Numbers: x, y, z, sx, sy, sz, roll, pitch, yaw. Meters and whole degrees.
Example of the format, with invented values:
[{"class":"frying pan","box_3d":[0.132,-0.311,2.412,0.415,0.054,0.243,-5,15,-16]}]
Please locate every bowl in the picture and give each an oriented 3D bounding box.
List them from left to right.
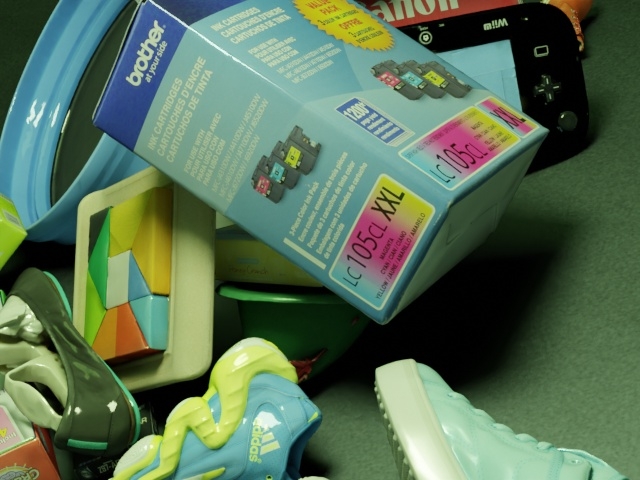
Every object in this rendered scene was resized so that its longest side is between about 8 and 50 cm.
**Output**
[{"class":"bowl","box_3d":[-0.263,-0.175,2.066,0.391,0.077,0.391,-41,37,40]}]

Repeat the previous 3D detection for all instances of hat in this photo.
[{"class":"hat","box_3d":[-0.021,0.132,1.664,0.208,0.184,0.173,-1,5,-5]}]

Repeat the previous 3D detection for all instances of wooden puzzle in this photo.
[{"class":"wooden puzzle","box_3d":[-0.182,0.037,1.704,0.044,0.221,0.238,10,-15,-34]}]

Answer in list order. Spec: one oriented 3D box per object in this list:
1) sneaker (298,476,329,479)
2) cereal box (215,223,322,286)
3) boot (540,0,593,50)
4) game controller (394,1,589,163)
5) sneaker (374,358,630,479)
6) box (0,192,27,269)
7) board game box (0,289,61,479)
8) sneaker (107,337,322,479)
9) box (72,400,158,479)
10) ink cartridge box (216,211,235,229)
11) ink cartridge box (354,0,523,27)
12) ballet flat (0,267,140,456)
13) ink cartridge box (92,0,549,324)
[{"class":"sneaker","box_3d":[-0.006,0.281,1.365,0.094,0.090,0.235,2,40,16]},{"class":"cereal box","box_3d":[0.000,0.000,1.737,0.173,0.047,0.240,2,12,36]},{"class":"boot","box_3d":[0.284,-0.244,2.033,0.084,0.059,0.158,16,56,44]},{"class":"game controller","box_3d":[0.118,-0.145,1.823,0.319,0.166,0.067,-12,18,-6]},{"class":"sneaker","box_3d":[0.155,0.204,1.336,0.150,0.135,0.366,-19,38,-8]},{"class":"box","box_3d":[-0.411,0.033,2.009,0.178,0.042,0.109,-51,29,7]},{"class":"board game box","box_3d":[-0.403,0.193,1.779,0.242,0.064,0.316,-25,30,-4]},{"class":"sneaker","box_3d":[-0.094,0.205,1.524,0.126,0.091,0.240,41,94,19]},{"class":"box","box_3d":[-0.197,0.193,1.684,0.083,0.018,0.067,-21,30,3]},{"class":"ink cartridge box","box_3d":[-0.065,-0.074,1.914,0.212,0.093,0.154,-35,12,-17]},{"class":"ink cartridge box","box_3d":[0.059,-0.248,1.946,0.309,0.130,0.272,-14,4,-22]},{"class":"ballet flat","box_3d":[-0.269,0.111,1.699,0.096,0.095,0.280,-7,31,-30]},{"class":"ink cartridge box","box_3d":[-0.020,-0.123,1.629,0.395,0.151,0.270,33,28,13]}]
